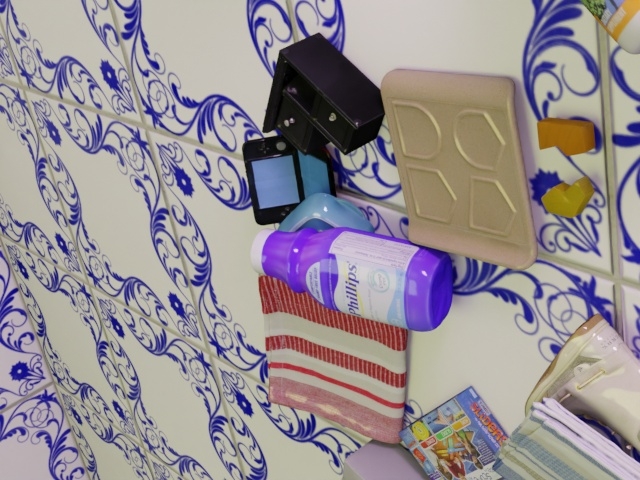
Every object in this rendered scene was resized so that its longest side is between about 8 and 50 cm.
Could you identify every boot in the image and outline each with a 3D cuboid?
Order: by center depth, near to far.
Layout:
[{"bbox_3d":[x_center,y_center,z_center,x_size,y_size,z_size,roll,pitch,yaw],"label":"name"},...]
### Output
[{"bbox_3d":[0.337,0.202,1.232,0.165,0.077,0.213,43,145,22],"label":"boot"}]

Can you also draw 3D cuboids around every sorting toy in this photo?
[{"bbox_3d":[0.200,-0.082,1.230,0.307,0.041,0.229,16,124,49],"label":"sorting toy"}]

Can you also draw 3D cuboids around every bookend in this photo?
[{"bbox_3d":[0.007,-0.163,1.399,0.156,0.072,0.157,47,147,20],"label":"bookend"}]

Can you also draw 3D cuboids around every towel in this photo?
[{"bbox_3d":[0.320,0.296,1.290,0.209,0.034,0.285,36,159,13],"label":"towel"},{"bbox_3d":[0.019,0.168,1.612,0.237,0.037,0.329,15,133,20],"label":"towel"}]

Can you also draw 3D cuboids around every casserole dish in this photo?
[{"bbox_3d":[0.000,0.000,1.529,0.114,0.037,0.188,34,145,-10],"label":"casserole dish"}]

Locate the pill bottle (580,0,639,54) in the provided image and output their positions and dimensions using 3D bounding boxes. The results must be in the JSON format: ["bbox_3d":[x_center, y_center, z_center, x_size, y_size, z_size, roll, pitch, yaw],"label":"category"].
[{"bbox_3d":[0.233,-0.303,0.880,0.272,0.152,0.152,53,148,12],"label":"pill bottle"}]

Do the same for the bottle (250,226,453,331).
[{"bbox_3d":[0.038,0.041,1.433,0.283,0.092,0.118,13,126,27],"label":"bottle"}]

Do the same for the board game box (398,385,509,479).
[{"bbox_3d":[0.204,0.305,1.544,0.136,0.035,0.201,55,149,8],"label":"board game box"}]

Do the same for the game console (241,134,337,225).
[{"bbox_3d":[-0.043,-0.075,1.532,0.085,0.124,0.144,-104,5,-59],"label":"game console"}]

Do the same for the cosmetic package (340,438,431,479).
[{"bbox_3d":[0.145,0.433,1.675,0.238,0.107,0.127,41,145,32],"label":"cosmetic package"}]
